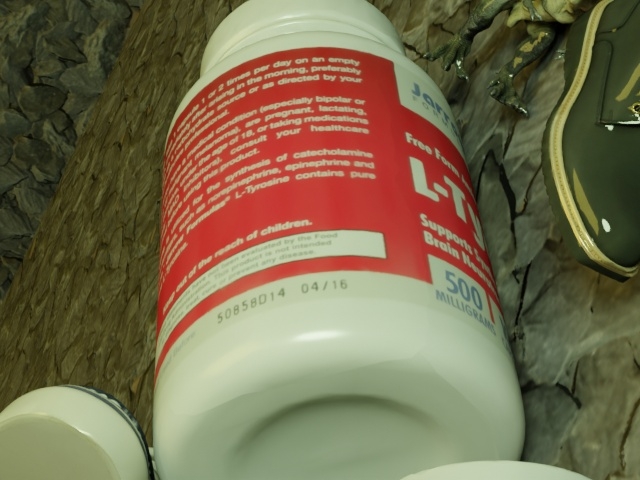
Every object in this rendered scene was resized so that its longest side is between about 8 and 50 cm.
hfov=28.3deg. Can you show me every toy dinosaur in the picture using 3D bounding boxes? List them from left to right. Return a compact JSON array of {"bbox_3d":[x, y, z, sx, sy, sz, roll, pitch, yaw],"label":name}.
[{"bbox_3d":[0.143,-0.166,0.945,0.118,0.064,0.268,-59,21,8],"label":"toy dinosaur"}]

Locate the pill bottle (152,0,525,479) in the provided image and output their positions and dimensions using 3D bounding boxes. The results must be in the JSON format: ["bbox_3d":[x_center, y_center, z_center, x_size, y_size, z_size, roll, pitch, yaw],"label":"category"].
[{"bbox_3d":[0.000,0.000,0.900,0.229,0.229,0.407,-53,27,35],"label":"pill bottle"}]

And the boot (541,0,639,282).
[{"bbox_3d":[0.201,-0.086,0.726,0.137,0.077,0.198,-32,43,49],"label":"boot"}]

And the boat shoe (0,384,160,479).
[{"bbox_3d":[-0.157,0.173,0.883,0.158,0.127,0.340,-53,-8,-44],"label":"boat shoe"}]

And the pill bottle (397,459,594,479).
[{"bbox_3d":[0.084,0.258,0.573,0.161,0.161,0.283,-46,31,44],"label":"pill bottle"}]
